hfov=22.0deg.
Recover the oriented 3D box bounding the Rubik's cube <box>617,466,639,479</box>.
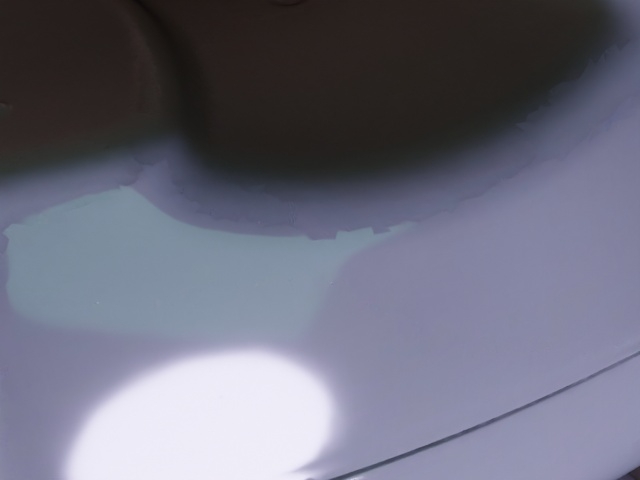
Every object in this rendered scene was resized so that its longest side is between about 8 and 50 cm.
[{"bbox_3d":[0.113,0.248,0.764,0.290,0.291,0.292,-49,132,7],"label":"Rubik's cube"}]

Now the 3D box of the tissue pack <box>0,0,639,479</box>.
[{"bbox_3d":[0.000,0.000,0.576,0.333,0.229,0.236,-20,125,-18],"label":"tissue pack"}]
